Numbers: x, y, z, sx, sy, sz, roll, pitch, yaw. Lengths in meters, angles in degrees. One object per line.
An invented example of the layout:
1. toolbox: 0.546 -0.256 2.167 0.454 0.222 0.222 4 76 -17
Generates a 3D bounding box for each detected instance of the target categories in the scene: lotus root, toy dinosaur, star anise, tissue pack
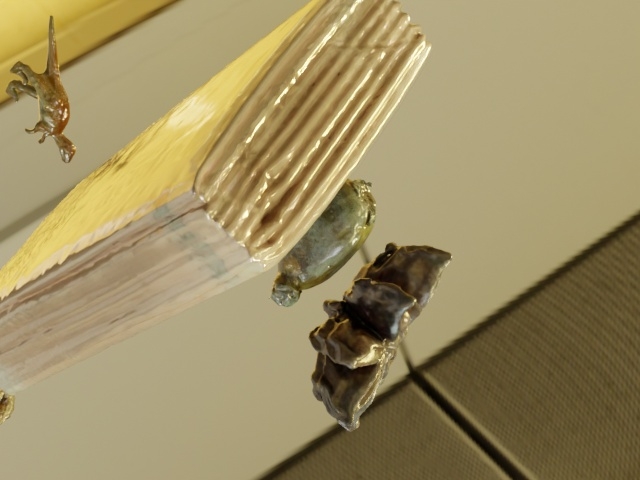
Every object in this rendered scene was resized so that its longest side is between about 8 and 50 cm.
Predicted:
1. lotus root: -0.001 -0.001 1.322 0.165 0.088 0.088 -55 -140 9
2. toy dinosaur: -0.329 -0.183 1.528 0.162 0.126 0.039 -45 -173 33
3. star anise: 0.053 0.094 1.378 0.109 0.236 0.223 33 -98 8
4. tissue pack: -0.085 -0.017 0.676 0.325 0.071 0.170 -25 -157 52

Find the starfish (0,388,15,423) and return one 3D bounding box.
1. starfish: -0.412 0.193 1.189 0.238 0.216 0.071 -13 -119 -26
